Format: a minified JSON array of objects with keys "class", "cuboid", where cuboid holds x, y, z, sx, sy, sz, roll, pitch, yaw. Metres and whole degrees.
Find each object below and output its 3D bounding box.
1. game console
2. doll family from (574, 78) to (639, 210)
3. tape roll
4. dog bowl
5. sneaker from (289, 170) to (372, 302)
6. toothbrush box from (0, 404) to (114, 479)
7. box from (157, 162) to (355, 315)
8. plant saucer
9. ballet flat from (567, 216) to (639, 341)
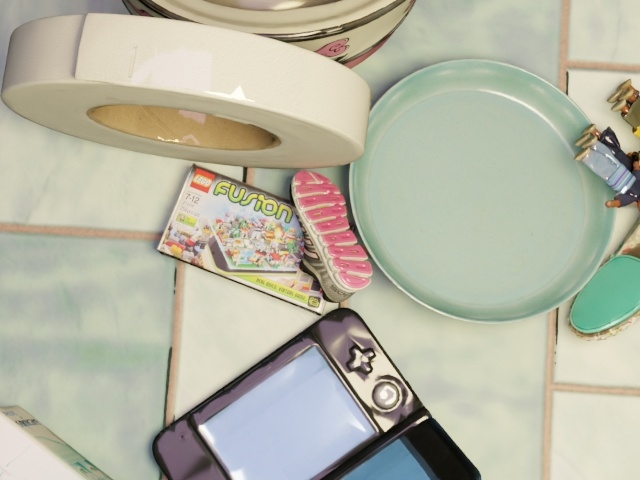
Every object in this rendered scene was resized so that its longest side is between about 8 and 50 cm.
[{"class":"game console","cuboid":[-0.014,0.245,1.455,0.293,0.173,0.250,-35,85,-4]},{"class":"doll family","cuboid":[0.363,-0.102,1.521,0.111,0.076,0.193,46,66,-9]},{"class":"tape roll","cuboid":[-0.140,-0.149,1.393,0.392,0.392,0.072,8,83,1]},{"class":"dog bowl","cuboid":[-0.056,-0.348,1.483,0.408,0.150,0.408,2,61,-3]},{"class":"sneaker","cuboid":[0.000,0.000,1.502,0.063,0.075,0.170,-7,59,-32]},{"class":"toothbrush box","cuboid":[-0.304,0.355,1.465,0.295,0.126,0.216,36,85,3]},{"class":"box","cuboid":[-0.075,-0.001,1.552,0.207,0.036,0.114,21,83,2]},{"class":"plant saucer","cuboid":[0.186,-0.056,1.531,0.318,0.044,0.317,2,76,-9]},{"class":"ballet flat","cuboid":[0.381,0.030,1.528,0.091,0.077,0.241,37,84,36]}]
